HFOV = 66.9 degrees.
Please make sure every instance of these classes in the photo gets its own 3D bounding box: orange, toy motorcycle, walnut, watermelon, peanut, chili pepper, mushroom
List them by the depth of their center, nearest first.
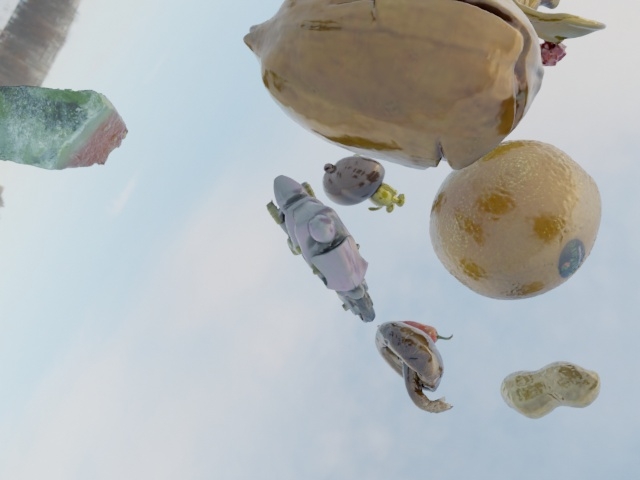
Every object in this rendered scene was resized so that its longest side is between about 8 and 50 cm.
[{"bbox_3d":[0.066,-0.191,0.535,0.336,0.209,0.209,17,-101,15],"label":"walnut"},{"bbox_3d":[0.000,0.000,0.624,0.073,0.152,0.225,-31,-120,-8],"label":"toy motorcycle"},{"bbox_3d":[0.159,0.205,0.802,0.080,0.135,0.170,-29,-113,-8],"label":"mushroom"},{"bbox_3d":[0.322,-0.034,0.822,0.274,0.274,0.274,-26,-130,36],"label":"orange"},{"bbox_3d":[0.391,0.259,0.836,0.193,0.089,0.089,-45,-143,50],"label":"peanut"},{"bbox_3d":[-0.459,-0.198,0.899,0.256,0.193,0.139,-106,-156,-84],"label":"watermelon"},{"bbox_3d":[0.234,0.234,1.215,0.191,0.050,0.059,6,-121,22],"label":"chili pepper"}]

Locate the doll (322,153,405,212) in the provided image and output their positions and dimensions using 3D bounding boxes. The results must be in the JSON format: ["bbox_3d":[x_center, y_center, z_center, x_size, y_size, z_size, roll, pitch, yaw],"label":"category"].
[{"bbox_3d":[0.085,-0.115,1.037,0.145,0.188,0.096,-10,-121,33],"label":"doll"}]

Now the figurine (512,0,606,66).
[{"bbox_3d":[0.339,-0.494,1.008,0.401,0.387,0.268,25,-66,56],"label":"figurine"}]
